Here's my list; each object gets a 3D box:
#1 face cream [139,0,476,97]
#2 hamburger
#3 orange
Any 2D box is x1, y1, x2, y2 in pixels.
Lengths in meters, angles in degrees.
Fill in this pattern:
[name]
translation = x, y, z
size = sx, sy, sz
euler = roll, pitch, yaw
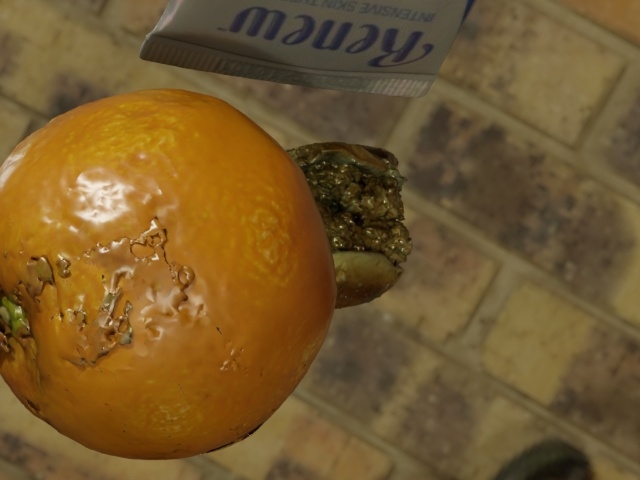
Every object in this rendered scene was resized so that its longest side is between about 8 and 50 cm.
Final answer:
[face cream]
translation = 0.040, -0.242, 1.188
size = 0.234, 0.420, 0.137
euler = 5, 55, -20
[hamburger]
translation = 0.000, 0.000, 1.434
size = 0.159, 0.131, 0.185
euler = -18, -15, 31
[orange]
translation = -0.109, 0.023, 1.155
size = 0.246, 0.246, 0.246
euler = 28, 9, -5
